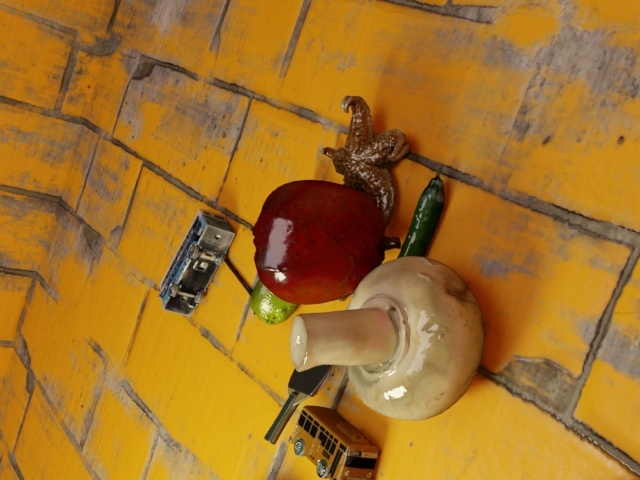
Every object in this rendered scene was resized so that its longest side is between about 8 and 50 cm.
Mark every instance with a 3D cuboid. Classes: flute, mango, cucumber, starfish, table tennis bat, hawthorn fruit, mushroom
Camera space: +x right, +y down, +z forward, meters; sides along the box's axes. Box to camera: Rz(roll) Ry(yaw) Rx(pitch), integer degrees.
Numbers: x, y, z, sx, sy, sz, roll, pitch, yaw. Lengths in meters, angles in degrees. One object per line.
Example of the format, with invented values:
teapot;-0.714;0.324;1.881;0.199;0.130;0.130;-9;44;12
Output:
flute;-0.205;0.117;2.213;0.269;0.014;0.014;46;116;47
mango;-0.098;0.124;2.011;0.119;0.100;0.178;42;107;10
cucumber;0.211;-0.032;1.700;0.056;0.056;0.250;34;108;51
starfish;0.076;-0.159;1.868;0.312;0.113;0.303;43;113;45
table tennis bat;-0.035;0.316;1.835;0.301;0.022;0.173;-59;20;-14
hawthorn fruit;0.012;-0.001;1.713;0.307;0.265;0.265;-5;70;7
mushroom;0.139;0.199;1.571;0.356;0.315;0.315;-26;53;5

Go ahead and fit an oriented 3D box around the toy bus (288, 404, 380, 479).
toy bus;0.032;0.437;1.750;0.201;0.098;0.114;28;100;54

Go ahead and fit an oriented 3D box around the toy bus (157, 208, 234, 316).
toy bus;-0.355;0.063;2.343;0.297;0.106;0.131;-59;32;21

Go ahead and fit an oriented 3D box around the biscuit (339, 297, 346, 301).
biscuit;0.000;0.000;1.934;0.038;0.099;0.322;-24;53;7
